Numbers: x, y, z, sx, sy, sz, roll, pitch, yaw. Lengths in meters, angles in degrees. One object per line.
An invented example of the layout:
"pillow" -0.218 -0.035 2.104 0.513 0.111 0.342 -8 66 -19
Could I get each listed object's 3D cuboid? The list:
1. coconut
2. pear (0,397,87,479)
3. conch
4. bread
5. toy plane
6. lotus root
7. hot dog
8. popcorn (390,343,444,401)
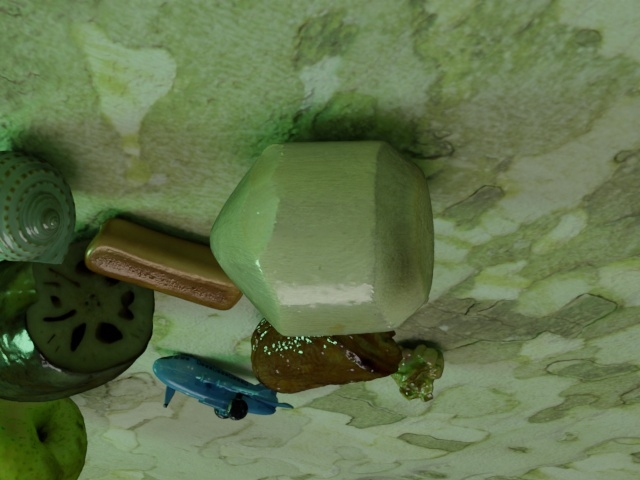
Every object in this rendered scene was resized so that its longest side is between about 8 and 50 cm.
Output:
"coconut" 0.000 0.000 1.257 0.265 0.238 0.237 2 153 14
"pear" -0.656 0.418 2.138 0.390 0.391 0.391 6 154 3
"conch" -0.393 -0.054 1.371 0.200 0.131 0.172 38 -165 32
"bread" -0.223 0.031 1.550 0.239 0.074 0.092 19 134 -21
"toy plane" -0.194 0.286 2.031 0.271 0.105 0.254 13 168 -20
"lotus root" -0.427 0.131 1.647 0.250 0.251 0.346 28 152 -35
"hot dog" 0.004 0.177 1.736 0.196 0.122 0.272 27 152 -31
"popcorn" 0.160 0.225 1.832 0.096 0.089 0.109 21 156 -2
